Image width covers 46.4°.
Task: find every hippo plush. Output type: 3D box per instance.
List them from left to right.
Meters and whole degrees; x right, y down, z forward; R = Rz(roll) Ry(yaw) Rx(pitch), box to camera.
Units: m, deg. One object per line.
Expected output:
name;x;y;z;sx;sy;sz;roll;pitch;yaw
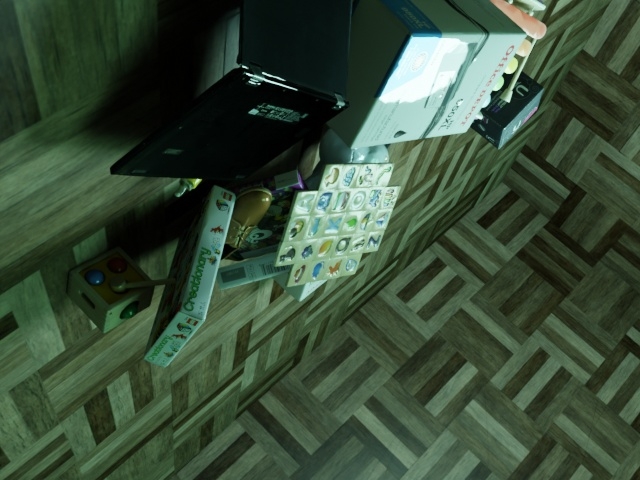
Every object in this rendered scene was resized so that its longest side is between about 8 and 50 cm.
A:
hippo plush;0.027;-0.164;1.773;0.294;0.234;0.237;19;98;-28

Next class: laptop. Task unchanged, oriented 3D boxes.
laptop;-0.120;-0.299;1.188;0.408;0.236;0.382;-33;169;22

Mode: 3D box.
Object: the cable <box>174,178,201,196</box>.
cable;-0.180;-0.199;1.379;0.287;0.072;0.139;-49;152;-44

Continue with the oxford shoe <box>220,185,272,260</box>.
oxford shoe;-0.158;-0.029;1.499;0.076;0.076;0.212;19;136;-24

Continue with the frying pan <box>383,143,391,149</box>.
frying pan;0.106;-0.246;1.951;0.197;0.053;0.326;-51;162;9

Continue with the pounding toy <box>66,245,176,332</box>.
pounding toy;-0.364;0.086;1.367;0.130;0.141;0.100;-33;158;-41

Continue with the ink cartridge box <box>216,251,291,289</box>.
ink cartridge box;-0.115;0.056;1.734;0.189;0.066;0.232;-16;176;15

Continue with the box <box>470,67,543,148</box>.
box;0.443;-0.409;2.033;0.165;0.270;0.143;-45;163;-6

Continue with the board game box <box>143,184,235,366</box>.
board game box;-0.246;0.065;1.418;0.193;0.053;0.305;-48;-155;44

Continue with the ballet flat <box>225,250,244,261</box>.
ballet flat;-0.205;0.020;1.750;0.073;0.080;0.232;-21;169;18

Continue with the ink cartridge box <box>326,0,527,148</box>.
ink cartridge box;0.212;-0.369;1.597;0.395;0.166;0.285;-14;145;-41

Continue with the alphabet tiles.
alphabet tiles;0.043;-0.037;1.623;0.342;0.011;0.285;-7;124;-47

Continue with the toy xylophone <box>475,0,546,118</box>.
toy xylophone;0.434;-0.454;1.824;0.236;0.081;0.323;8;114;-28

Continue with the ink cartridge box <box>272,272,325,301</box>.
ink cartridge box;0.000;0.000;2.116;0.226;0.131;0.306;-37;159;-33

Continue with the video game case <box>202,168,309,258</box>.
video game case;-0.110;-0.050;1.592;0.210;0.042;0.232;-15;149;10
